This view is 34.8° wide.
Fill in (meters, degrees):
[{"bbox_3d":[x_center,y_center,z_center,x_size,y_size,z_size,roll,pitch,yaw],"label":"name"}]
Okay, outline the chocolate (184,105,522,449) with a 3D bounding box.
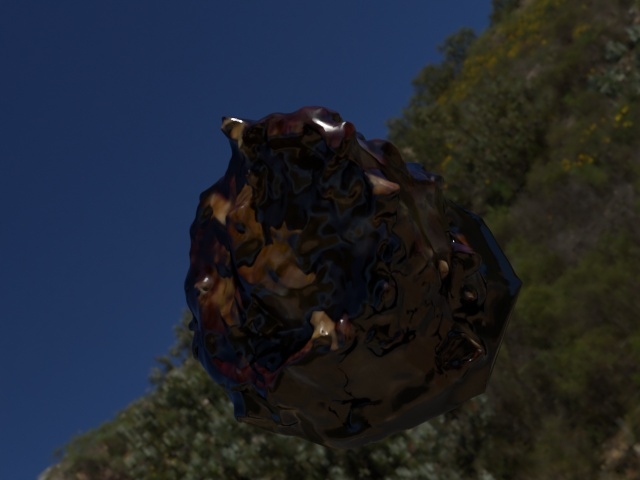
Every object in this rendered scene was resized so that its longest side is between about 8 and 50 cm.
[{"bbox_3d":[0.000,0.000,0.646,0.177,0.224,0.206,72,-144,-52],"label":"chocolate"}]
